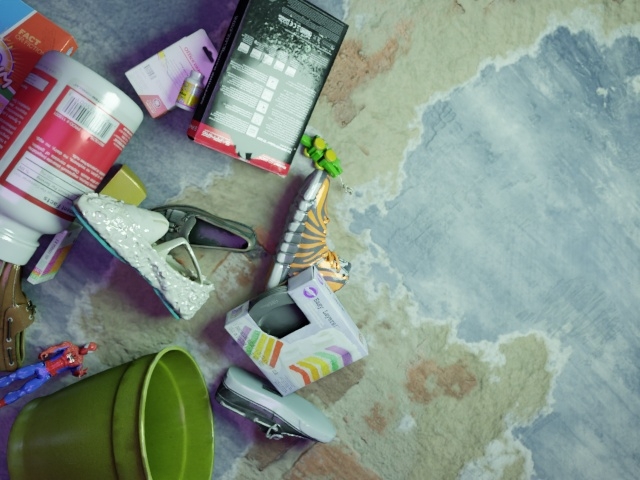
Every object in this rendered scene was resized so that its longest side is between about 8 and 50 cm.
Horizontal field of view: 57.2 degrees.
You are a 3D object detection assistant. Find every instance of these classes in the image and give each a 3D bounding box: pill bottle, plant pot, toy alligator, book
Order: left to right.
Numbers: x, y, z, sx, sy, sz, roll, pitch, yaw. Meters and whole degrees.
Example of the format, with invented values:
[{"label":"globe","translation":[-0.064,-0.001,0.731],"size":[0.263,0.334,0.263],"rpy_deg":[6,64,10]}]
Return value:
[{"label":"pill bottle","translation":[-0.572,-0.163,1.212],"size":[0.229,0.229,0.407],"rpy_deg":[34,84,-9]},{"label":"book","translation":[-0.603,0.028,1.336],"size":[0.035,0.096,0.144],"rpy_deg":[34,94,-8]},{"label":"plant pot","translation":[-0.470,0.444,1.310],"size":[0.353,0.366,0.366],"rpy_deg":[-11,100,9]},{"label":"plant pot","translation":[-0.444,-0.114,1.339],"size":[0.083,0.081,0.081],"rpy_deg":[41,93,-20]},{"label":"pill bottle","translation":[-0.280,-0.324,1.269],"size":[0.044,0.043,0.083],"rpy_deg":[23,99,-8]},{"label":"toy alligator","translation":[0.021,-0.189,1.380],"size":[0.189,0.056,0.051],"rpy_deg":[46,52,-9]}]

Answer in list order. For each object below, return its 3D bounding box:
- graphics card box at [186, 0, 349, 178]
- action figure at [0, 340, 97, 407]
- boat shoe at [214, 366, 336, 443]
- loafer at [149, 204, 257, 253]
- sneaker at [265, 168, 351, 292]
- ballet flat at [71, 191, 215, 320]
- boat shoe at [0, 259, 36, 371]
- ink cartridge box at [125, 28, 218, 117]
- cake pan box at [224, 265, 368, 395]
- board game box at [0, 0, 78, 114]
[{"label":"graphics card box","translation":[-0.116,-0.352,1.287],"size":[0.233,0.094,0.370],"rpy_deg":[19,98,-28]},{"label":"action figure","translation":[-0.638,0.305,1.325],"size":[0.280,0.139,0.091],"rpy_deg":[-28,94,-28]},{"label":"boat shoe","translation":[-0.114,0.426,1.431],"size":[0.307,0.113,0.104],"rpy_deg":[28,102,-5]},{"label":"loafer","translation":[-0.280,-0.024,1.360],"size":[0.268,0.084,0.096],"rpy_deg":[11,98,-6]},{"label":"sneaker","translation":[0.000,0.000,1.382],"size":[0.180,0.124,0.320],"rpy_deg":[18,107,-11]},{"label":"ballet flat","translation":[-0.366,0.016,1.283],"size":[0.147,0.147,0.408],"rpy_deg":[-30,133,0]},{"label":"boat shoe","translation":[-0.706,0.161,1.349],"size":[0.105,0.110,0.307],"rpy_deg":[16,109,-15]},{"label":"ink cartridge box","translation":[-0.316,-0.372,1.314],"size":[0.198,0.067,0.115],"rpy_deg":[-30,102,1]},{"label":"cake pan box","translation":[-0.055,0.214,1.372],"size":[0.246,0.070,0.266],"rpy_deg":[-28,115,10]},{"label":"board game box","translation":[-0.718,-0.374,1.245],"size":[0.242,0.064,0.316],"rpy_deg":[34,80,-9]}]
